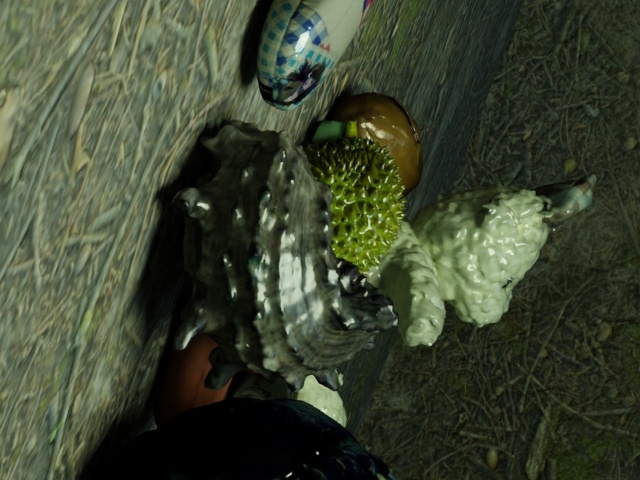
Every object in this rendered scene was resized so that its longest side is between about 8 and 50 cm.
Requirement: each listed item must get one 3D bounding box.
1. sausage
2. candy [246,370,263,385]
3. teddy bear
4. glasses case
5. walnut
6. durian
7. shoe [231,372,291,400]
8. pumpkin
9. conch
[{"bbox_3d":[-0.120,0.122,1.589,0.077,0.077,0.194,-47,157,-66],"label":"sausage"},{"bbox_3d":[-0.066,0.095,1.892,0.086,0.059,0.292,-58,167,-32],"label":"candy"},{"bbox_3d":[0.149,0.093,1.941,0.327,0.362,0.376,116,-22,-84],"label":"teddy bear"},{"bbox_3d":[0.023,-0.264,1.486,0.125,0.076,0.327,99,16,-61],"label":"glasses case"},{"bbox_3d":[0.067,-0.111,1.986,0.245,0.137,0.137,74,39,-71],"label":"walnut"},{"bbox_3d":[0.030,-0.035,1.792,0.198,0.146,0.159,-52,147,-54],"label":"durian"},{"bbox_3d":[-0.060,0.192,2.056,0.265,0.095,0.110,-64,170,-10],"label":"shoe"},{"bbox_3d":[-0.068,0.325,1.475,0.266,0.363,0.363,0,113,-63],"label":"pumpkin"},{"bbox_3d":[-0.051,0.018,1.450,0.313,0.186,0.241,50,23,-43],"label":"conch"}]
